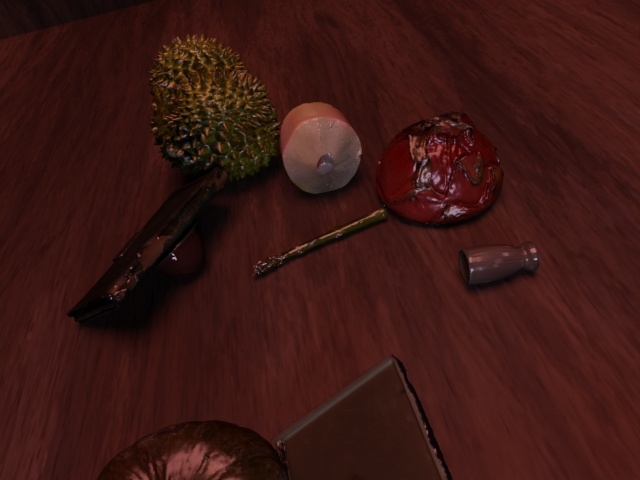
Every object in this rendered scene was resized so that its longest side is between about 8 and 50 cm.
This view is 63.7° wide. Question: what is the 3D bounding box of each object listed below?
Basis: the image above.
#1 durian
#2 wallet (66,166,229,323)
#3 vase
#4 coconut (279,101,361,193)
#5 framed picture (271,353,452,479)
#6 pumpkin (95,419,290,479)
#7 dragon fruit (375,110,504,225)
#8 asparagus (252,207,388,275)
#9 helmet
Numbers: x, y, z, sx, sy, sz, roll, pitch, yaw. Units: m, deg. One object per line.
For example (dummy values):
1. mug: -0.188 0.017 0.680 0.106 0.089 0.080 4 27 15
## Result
1. durian: -0.214 -0.235 0.994 0.291 0.291 0.225 24 64 34
2. wallet: -0.277 0.001 0.857 0.168 0.044 0.317 -22 29 41
3. vase: 0.250 0.030 0.723 0.100 0.053 0.053 -9 42 -1
4. coconut: -0.002 -0.167 0.937 0.146 0.147 0.153 -16 37 -2
5. framed picture: 0.043 0.262 0.484 0.192 0.018 0.266 -40 38 18
6. pumpkin: -0.137 0.276 0.483 0.218 0.162 0.219 -6 45 6
7. dragon fruit: 0.194 -0.149 0.857 0.223 0.148 0.218 -37 46 -24
8. asparagus: 0.000 0.000 0.843 0.248 0.025 0.024 -24 57 -11
9. helmet: -0.220 0.024 0.850 0.089 0.057 0.111 -33 20 45
